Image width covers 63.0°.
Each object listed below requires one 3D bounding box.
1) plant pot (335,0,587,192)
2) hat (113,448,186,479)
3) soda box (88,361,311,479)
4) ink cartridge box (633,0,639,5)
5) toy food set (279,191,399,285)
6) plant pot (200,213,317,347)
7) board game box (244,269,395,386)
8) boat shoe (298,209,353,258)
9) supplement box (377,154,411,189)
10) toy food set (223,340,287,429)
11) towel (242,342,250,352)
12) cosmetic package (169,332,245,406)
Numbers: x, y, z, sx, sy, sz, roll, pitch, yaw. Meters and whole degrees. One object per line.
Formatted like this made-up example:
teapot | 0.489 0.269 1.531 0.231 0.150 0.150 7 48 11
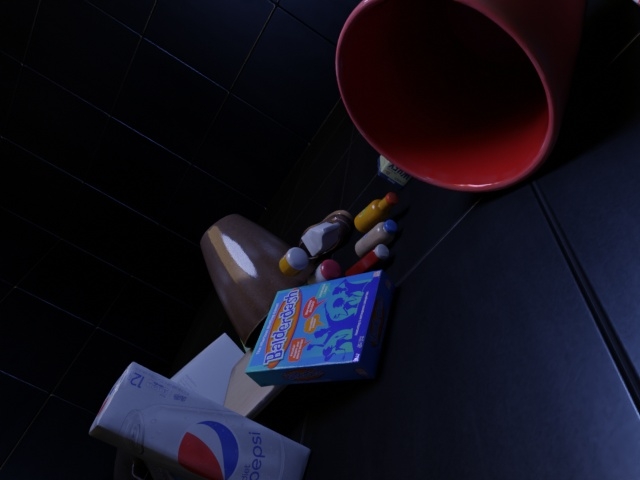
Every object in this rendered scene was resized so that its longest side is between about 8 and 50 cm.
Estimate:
plant pot | 0.194 -0.240 0.647 0.243 0.275 0.275 -53 9 -26
hat | -0.245 0.453 0.927 0.134 0.331 0.331 -19 -19 -41
soda box | -0.163 0.280 0.725 0.098 0.286 0.091 -42 21 51
ink cartridge box | 0.359 -0.265 0.537 0.063 0.029 0.115 -50 15 36
toy food set | 0.050 0.005 0.885 0.232 0.111 0.104 -23 -14 -39
plant pot | -0.138 0.063 1.079 0.215 0.230 0.215 -38 -16 -13
board game box | -0.001 0.135 0.790 0.210 0.047 0.160 -16 39 35
boat shoe | 0.000 0.000 1.233 0.207 0.073 0.073 -43 19 53
supplement box | 0.158 -0.161 1.021 0.083 0.056 0.083 -53 14 28
toy food set | -0.072 0.250 0.948 0.306 0.092 0.220 -47 16 17
towel | -0.145 0.238 1.227 0.152 0.023 0.113 -48 55 44
cosmetic package | -0.294 0.367 1.233 0.224 0.138 0.224 -39 -5 -43
